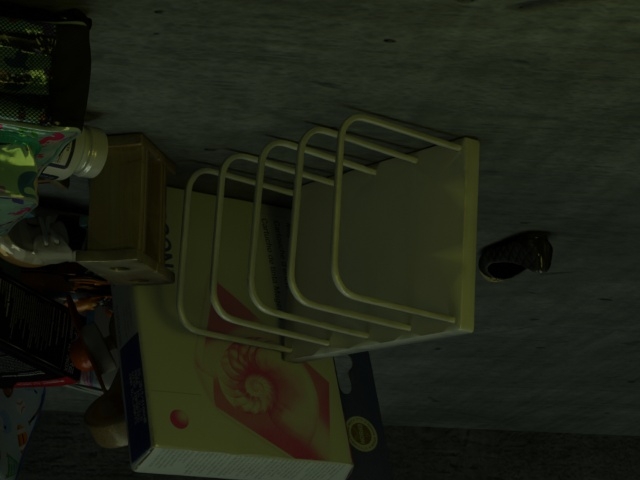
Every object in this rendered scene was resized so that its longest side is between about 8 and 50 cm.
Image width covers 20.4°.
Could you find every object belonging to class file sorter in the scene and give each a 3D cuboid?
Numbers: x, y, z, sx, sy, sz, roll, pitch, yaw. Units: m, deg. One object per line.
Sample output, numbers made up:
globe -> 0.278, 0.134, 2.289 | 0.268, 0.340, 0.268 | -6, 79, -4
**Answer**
file sorter -> 0.000, 0.000, 1.771 | 0.173, 0.193, 0.277 | 14, 162, -36

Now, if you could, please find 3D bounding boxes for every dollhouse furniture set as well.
dollhouse furniture set -> -0.251, -0.026, 1.814 | 0.183, 0.129, 0.129 | -3, 166, 12

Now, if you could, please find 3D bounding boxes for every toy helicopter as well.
toy helicopter -> -0.201, 0.123, 2.010 | 0.235, 0.140, 0.355 | -12, -156, 17

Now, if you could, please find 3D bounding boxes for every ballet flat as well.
ballet flat -> 0.233, 0.030, 2.177 | 0.057, 0.049, 0.173 | 6, 166, -14

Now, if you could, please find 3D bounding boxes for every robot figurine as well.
robot figurine -> -0.319, 0.053, 2.259 | 0.291, 0.085, 0.211 | 6, 172, -16

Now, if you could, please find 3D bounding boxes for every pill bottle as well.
pill bottle -> -0.263, -0.093, 1.666 | 0.120, 0.067, 0.067 | 12, 164, -36

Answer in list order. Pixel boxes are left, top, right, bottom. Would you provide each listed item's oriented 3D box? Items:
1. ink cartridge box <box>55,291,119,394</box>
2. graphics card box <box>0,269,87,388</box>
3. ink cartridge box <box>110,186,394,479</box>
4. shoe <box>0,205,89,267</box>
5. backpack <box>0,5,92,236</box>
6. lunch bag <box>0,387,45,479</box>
ink cartridge box -> -0.280, 0.155, 2.478 | 0.306, 0.131, 0.226 | 13, 171, 23
graphics card box -> -0.465, 0.081, 2.053 | 0.232, 0.094, 0.371 | -4, 159, 27
ink cartridge box -> -0.066, 0.105, 1.939 | 0.330, 0.324, 0.071 | 8, 145, -30
shoe -> -0.295, -0.010, 2.045 | 0.058, 0.077, 0.219 | -30, 158, 30
backpack -> -0.327, -0.103, 1.400 | 0.253, 0.191, 0.225 | 12, 165, -20
lunch bag -> -0.499, 0.202, 2.486 | 0.114, 0.243, 0.303 | -6, 138, 19
